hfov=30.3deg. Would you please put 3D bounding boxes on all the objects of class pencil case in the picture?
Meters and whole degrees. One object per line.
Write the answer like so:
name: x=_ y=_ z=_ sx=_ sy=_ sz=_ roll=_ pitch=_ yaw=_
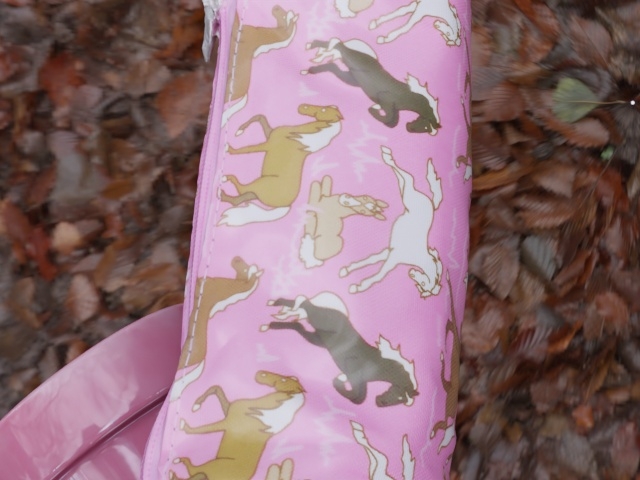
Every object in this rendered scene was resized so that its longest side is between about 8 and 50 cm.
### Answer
pencil case: x=0.000 y=0.000 z=0.679 sx=0.167 sy=0.160 sz=0.386 roll=-5 pitch=64 yaw=19

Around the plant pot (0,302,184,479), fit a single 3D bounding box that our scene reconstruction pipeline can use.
plant pot: x=-0.107 y=0.172 z=0.813 sx=0.201 sy=0.201 sz=0.180 roll=-41 pitch=78 yaw=15
